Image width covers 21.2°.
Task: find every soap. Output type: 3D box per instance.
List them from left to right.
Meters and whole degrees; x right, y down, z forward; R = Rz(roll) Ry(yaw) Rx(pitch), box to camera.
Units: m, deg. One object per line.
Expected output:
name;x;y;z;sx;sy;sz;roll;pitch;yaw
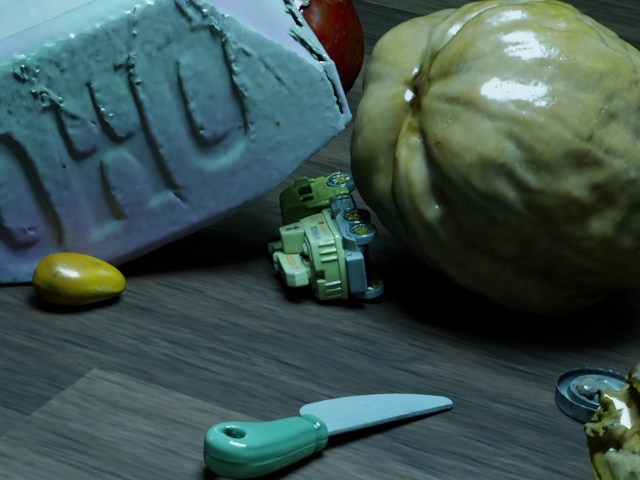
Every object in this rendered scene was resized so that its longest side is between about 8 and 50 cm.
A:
soap;-0.212;-0.118;1.604;0.446;0.261;0.156;-24;33;-7

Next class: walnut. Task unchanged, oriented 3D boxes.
walnut;0.205;-0.080;1.636;0.344;0.306;0.306;34;6;-35

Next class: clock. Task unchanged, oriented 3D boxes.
clock;0.246;0.137;1.493;0.085;0.017;0.085;6;23;-3

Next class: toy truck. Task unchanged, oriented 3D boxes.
toy truck;0.000;0.000;1.673;0.100;0.077;0.169;-10;29;-6

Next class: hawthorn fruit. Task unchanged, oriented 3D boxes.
hawthorn fruit;-0.060;-0.249;2.028;0.230;0.210;0.266;23;-12;3

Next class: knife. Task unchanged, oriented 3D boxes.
knife;0.005;0.149;1.392;0.063;0.035;0.260;19;19;41

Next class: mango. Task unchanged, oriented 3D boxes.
mango;-0.219;0.037;1.563;0.089;0.046;0.060;9;22;-28

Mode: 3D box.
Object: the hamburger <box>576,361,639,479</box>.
hamburger;0.359;0.156;1.291;0.314;0.170;0.290;18;23;26
